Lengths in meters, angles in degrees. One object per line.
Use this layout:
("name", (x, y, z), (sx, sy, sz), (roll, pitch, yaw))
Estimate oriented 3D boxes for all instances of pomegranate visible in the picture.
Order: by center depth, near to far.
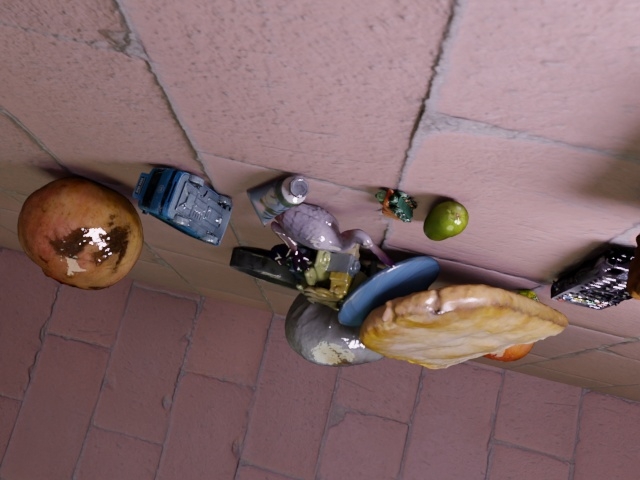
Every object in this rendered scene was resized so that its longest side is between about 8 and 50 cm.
("pomegranate", (-0.616, -0.019, 1.829), (0.322, 0.322, 0.322), (13, 167, 3))

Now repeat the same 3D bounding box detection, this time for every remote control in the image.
("remote control", (0.576, 0.081, 1.444), (0.145, 0.062, 0.399), (14, 169, 5))

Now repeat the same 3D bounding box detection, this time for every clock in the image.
("clock", (-0.158, 0.100, 2.264), (0.281, 0.055, 0.280), (18, 171, 3))

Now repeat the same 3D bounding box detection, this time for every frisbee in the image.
("frisbee", (0.179, 0.142, 1.762), (0.290, 0.049, 0.289), (-23, 152, -13))

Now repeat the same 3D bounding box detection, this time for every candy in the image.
("candy", (0.486, 0.145, 1.866), (0.194, 0.058, 0.062), (13, 129, 43))

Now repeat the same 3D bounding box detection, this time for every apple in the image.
("apple", (0.516, 0.262, 2.028), (0.210, 0.173, 0.235), (4, 165, 38))

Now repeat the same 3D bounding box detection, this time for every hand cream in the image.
("hand cream", (-0.090, -0.084, 1.454), (0.088, 0.055, 0.256), (60, 156, -7))

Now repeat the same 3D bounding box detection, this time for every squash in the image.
("squash", (0.231, -0.034, 1.332), (0.066, 0.066, 0.201), (14, 174, -1))

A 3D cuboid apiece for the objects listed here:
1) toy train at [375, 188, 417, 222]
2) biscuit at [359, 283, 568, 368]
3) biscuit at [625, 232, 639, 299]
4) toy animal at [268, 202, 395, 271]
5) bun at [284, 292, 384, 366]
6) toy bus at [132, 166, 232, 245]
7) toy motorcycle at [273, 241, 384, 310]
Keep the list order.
("toy train", (0.140, -0.066, 1.333), (0.064, 0.044, 0.103), (19, 171, 28))
("biscuit", (0.313, 0.212, 1.766), (0.446, 0.103, 0.429), (19, 147, -37))
("biscuit", (0.602, 0.005, 0.859), (0.343, 0.166, 0.395), (14, 166, 6))
("toy animal", (-0.002, -0.017, 1.529), (0.324, 0.090, 0.195), (-6, 129, 46))
("bun", (0.068, 0.230, 2.134), (0.362, 0.362, 0.211), (11, 124, 15))
("toy bus", (-0.304, -0.077, 1.596), (0.134, 0.113, 0.246), (15, 170, 23))
("toy motorcycle", (0.043, 0.096, 1.838), (0.237, 0.168, 0.410), (6, 165, 27))
